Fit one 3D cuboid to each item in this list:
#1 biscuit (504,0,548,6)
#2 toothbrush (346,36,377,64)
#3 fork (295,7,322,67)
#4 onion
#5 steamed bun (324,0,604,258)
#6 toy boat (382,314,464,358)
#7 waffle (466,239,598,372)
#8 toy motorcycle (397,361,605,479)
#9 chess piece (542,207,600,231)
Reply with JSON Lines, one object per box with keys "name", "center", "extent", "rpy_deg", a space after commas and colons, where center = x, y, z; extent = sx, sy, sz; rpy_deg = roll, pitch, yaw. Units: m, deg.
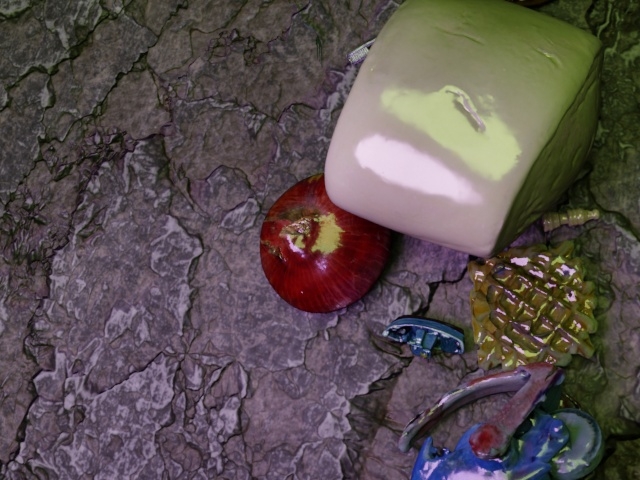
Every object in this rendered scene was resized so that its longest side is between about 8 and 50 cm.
{"name": "biscuit", "center": [0.373, -0.517, 1.802], "extent": [0.212, 0.036, 0.212], "rpy_deg": [-5, 71, 15]}
{"name": "toothbrush", "center": [0.175, -0.404, 1.815], "extent": [0.288, 0.021, 0.024], "rpy_deg": [-28, 77, 15]}
{"name": "fork", "center": [-0.033, -0.433, 1.902], "extent": [0.021, 0.039, 0.235], "rpy_deg": [-24, 63, 3]}
{"name": "onion", "center": [0.007, 0.003, 1.681], "extent": [0.248, 0.161, 0.247], "rpy_deg": [0, 87, 1]}
{"name": "steamed bun", "center": [0.242, -0.210, 1.548], "extent": [0.371, 0.289, 0.455], "rpy_deg": [21, 55, 20]}
{"name": "toy boat", "center": [0.171, 0.161, 1.618], "extent": [0.137, 0.060, 0.060], "rpy_deg": [16, 56, 18]}
{"name": "waffle", "center": [0.342, 0.108, 1.587], "extent": [0.204, 0.054, 0.223], "rpy_deg": [-8, 69, 14]}
{"name": "toy motorcycle", "center": [0.264, 0.331, 1.497], "extent": [0.319, 0.241, 0.182], "rpy_deg": [-35, 106, -3]}
{"name": "chess piece", "center": [0.415, -0.038, 1.628], "extent": [0.092, 0.035, 0.035], "rpy_deg": [-8, 70, 10]}
